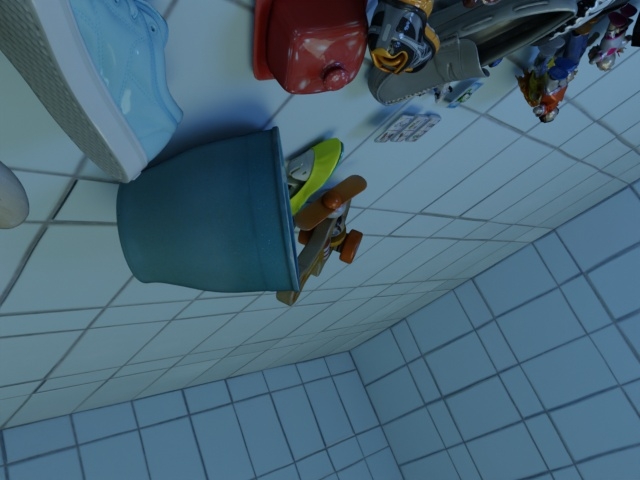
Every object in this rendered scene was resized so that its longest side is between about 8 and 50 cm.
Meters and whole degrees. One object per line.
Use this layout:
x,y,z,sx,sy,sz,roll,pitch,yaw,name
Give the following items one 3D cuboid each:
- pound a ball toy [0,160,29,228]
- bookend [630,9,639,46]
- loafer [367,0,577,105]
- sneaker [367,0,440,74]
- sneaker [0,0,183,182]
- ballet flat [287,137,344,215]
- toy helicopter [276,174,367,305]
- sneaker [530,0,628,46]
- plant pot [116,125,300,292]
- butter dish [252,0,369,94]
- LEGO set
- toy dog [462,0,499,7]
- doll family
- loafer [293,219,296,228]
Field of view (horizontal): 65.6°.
-0.389,-0.120,0.348,0.319,0.208,0.135,-1,155,-16,pound a ball toy
0.611,-0.428,0.866,0.156,0.072,0.157,-18,124,-58,bookend
0.215,-0.293,0.752,0.320,0.111,0.112,-28,152,31,loafer
0.101,-0.257,0.653,0.083,0.084,0.215,-68,165,7,sneaker
-0.240,-0.227,0.503,0.150,0.135,0.366,-54,162,-25,sneaker
-0.040,-0.122,0.981,0.077,0.077,0.231,10,146,-28,ballet flat
0.000,0.000,1.058,0.355,0.140,0.234,-57,167,-50,toy helicopter
0.454,-0.400,0.818,0.234,0.078,0.106,-39,151,30,sneaker
-0.176,-0.033,0.812,0.255,0.271,0.271,-8,157,-2,plant pot
0.001,-0.249,0.656,0.160,0.118,0.160,-17,157,-18,butter dish
0.219,-0.279,0.941,0.244,0.060,0.182,-39,166,36,LEGO set
0.224,-0.348,0.559,0.334,0.160,0.220,-17,-178,-8,toy dog
0.473,-0.344,0.963,0.263,0.118,0.163,-40,153,-8,doll family
-0.089,-0.008,1.228,0.039,0.045,0.125,-19,156,-30,loafer
